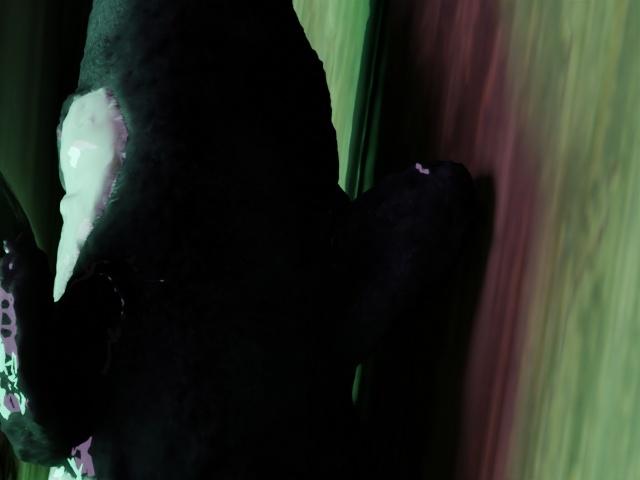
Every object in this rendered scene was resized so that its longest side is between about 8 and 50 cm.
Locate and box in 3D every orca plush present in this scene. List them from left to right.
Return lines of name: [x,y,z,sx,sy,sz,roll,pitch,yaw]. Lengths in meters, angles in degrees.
orca plush: [0.000,0.000,0.502,0.151,0.102,0.287,55,-150,-45]

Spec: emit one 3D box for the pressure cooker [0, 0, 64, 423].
pressure cooker: [-0.288,-0.113,0.853,0.375,0.370,0.420,122,153,-45]

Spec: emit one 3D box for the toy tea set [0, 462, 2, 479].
toy tea set: [-0.274,0.164,0.954,0.336,0.124,0.200,-15,49,42]
